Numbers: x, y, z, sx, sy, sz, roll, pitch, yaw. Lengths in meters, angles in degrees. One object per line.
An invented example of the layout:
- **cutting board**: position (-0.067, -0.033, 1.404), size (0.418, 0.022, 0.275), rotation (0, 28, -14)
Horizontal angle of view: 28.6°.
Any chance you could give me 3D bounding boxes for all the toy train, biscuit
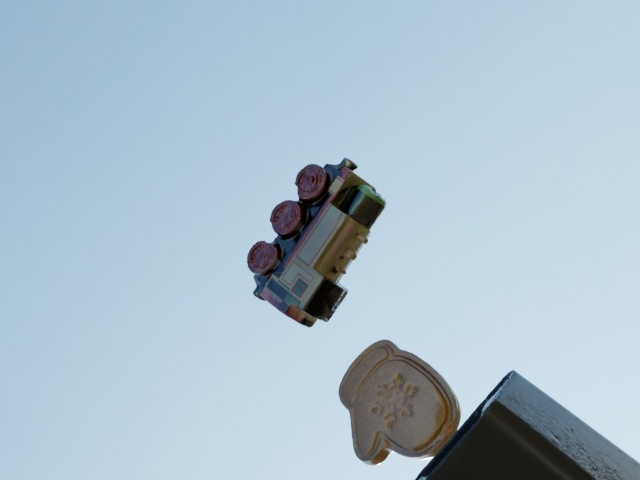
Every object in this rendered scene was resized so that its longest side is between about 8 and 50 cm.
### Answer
- **toy train**: position (0.000, 0.000, 1.024), size (0.138, 0.087, 0.050), rotation (-57, -38, 2)
- **biscuit**: position (0.071, 0.167, 1.233), size (0.118, 0.140, 0.023), rotation (-59, -39, -5)

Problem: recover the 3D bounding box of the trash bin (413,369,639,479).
- **trash bin**: position (0.186, 0.234, 0.976), size (0.165, 0.225, 0.115), rotation (-54, -7, 26)
